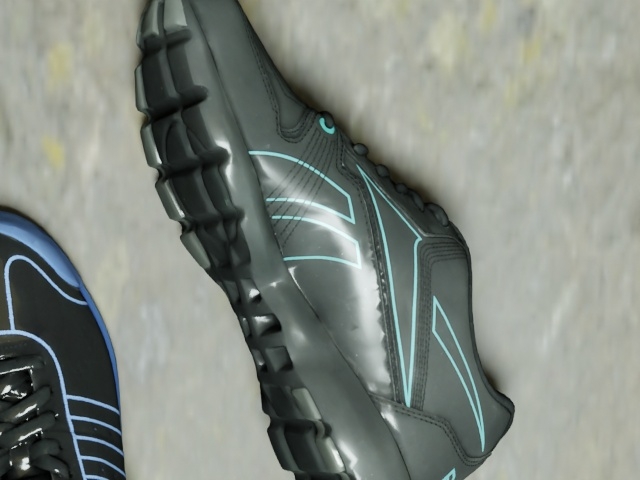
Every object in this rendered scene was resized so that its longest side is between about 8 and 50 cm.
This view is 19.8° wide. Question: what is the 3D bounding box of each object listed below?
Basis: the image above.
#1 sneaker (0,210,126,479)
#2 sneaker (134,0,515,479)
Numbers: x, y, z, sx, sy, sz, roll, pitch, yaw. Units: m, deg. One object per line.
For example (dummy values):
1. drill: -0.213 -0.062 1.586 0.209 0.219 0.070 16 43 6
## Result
1. sneaker: -0.126 0.102 0.830 0.081 0.090 0.232 -16 98 0
2. sneaker: 0.000 0.000 0.834 0.106 0.101 0.267 -25 98 -21
